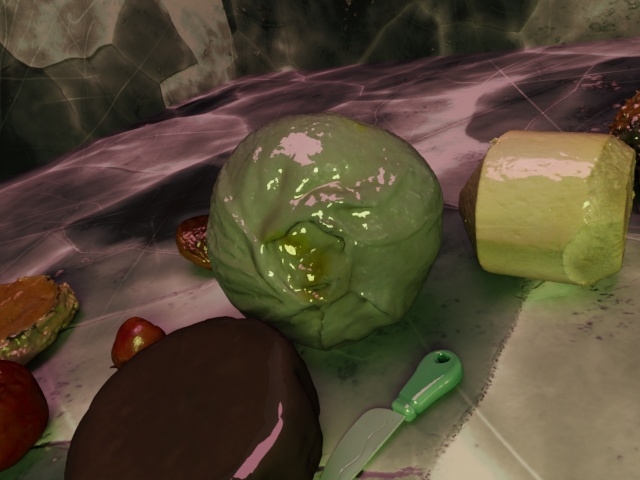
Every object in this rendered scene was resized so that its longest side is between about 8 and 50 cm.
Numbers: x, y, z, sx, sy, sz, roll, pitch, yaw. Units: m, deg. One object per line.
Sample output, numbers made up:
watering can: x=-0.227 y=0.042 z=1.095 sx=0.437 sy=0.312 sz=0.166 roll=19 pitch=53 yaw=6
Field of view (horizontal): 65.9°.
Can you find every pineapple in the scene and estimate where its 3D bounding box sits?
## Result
pineapple: x=0.600 y=-0.173 z=0.931 sx=0.340 sy=0.169 sz=0.169 roll=-35 pitch=35 yaw=-28

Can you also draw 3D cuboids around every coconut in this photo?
coconut: x=0.334 y=-0.053 z=0.760 sx=0.244 sy=0.239 sz=0.239 roll=7 pitch=35 yaw=34

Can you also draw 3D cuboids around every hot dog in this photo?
hot dog: x=-0.188 y=-0.010 z=1.052 sx=0.227 sy=0.099 sz=0.160 roll=-9 pitch=29 yaw=8

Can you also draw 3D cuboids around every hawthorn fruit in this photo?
hawthorn fruit: x=-0.301 y=0.176 z=0.808 sx=0.081 sy=0.081 sz=0.093 roll=13 pitch=68 yaw=41
hawthorn fruit: x=-0.455 y=0.229 z=0.676 sx=0.148 sy=0.172 sz=0.148 roll=10 pitch=27 yaw=-5

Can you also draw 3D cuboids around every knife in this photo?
knife: x=0.077 y=0.219 z=0.599 sx=0.260 sy=0.034 sz=0.063 roll=-34 pitch=30 yaw=-25

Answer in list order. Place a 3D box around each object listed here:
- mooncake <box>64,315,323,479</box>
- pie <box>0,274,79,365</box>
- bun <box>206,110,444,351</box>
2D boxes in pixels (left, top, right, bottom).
mooncake: x=-0.132 y=0.226 z=0.565 sx=0.283 sy=0.141 sz=0.283 roll=-16 pitch=35 yaw=11
pie: x=-0.638 y=0.175 z=0.947 sx=0.340 sy=0.083 sz=0.339 roll=-13 pitch=28 yaw=7
bun: x=0.000 y=0.000 z=0.706 sx=0.362 sy=0.361 sz=0.211 roll=-10 pitch=26 yaw=8
